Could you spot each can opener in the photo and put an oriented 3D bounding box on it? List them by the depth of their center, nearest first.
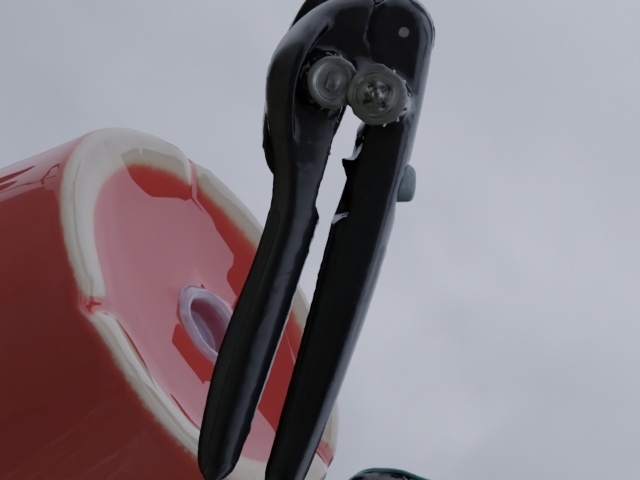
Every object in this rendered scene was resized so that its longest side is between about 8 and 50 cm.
[{"bbox_3d":[0.000,0.000,0.671,0.059,0.186,0.073,10,-1,-1],"label":"can opener"}]

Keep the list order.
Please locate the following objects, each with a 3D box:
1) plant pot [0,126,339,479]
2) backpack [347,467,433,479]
[{"bbox_3d":[-0.142,0.088,0.921,0.243,0.275,0.275,-31,-85,23],"label":"plant pot"},{"bbox_3d":[0.078,0.207,0.880,0.188,0.166,0.144,0,-42,42],"label":"backpack"}]
